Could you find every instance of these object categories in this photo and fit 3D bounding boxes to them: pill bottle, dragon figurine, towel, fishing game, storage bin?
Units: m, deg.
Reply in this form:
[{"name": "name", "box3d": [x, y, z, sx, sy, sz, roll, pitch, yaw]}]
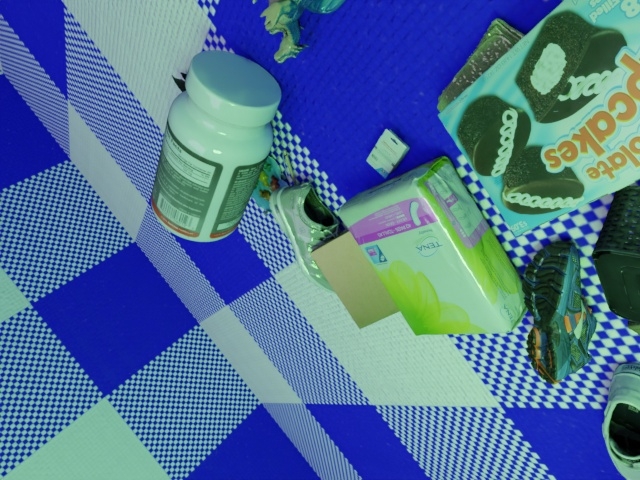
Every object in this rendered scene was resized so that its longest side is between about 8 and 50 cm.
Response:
[{"name": "pill bottle", "box3d": [-0.220, -0.182, 0.934, 0.210, 0.210, 0.363, 44, 133, 11]}, {"name": "dragon figurine", "box3d": [-0.010, -0.375, 0.637, 0.289, 0.144, 0.085, -38, 89, 38]}, {"name": "towel", "box3d": [0.226, -0.195, 0.581, 0.110, 0.027, 0.148, 45, 146, 9]}, {"name": "fishing game", "box3d": [-0.149, -0.142, 1.077, 0.264, 0.041, 0.189, 17, 131, 42]}, {"name": "storage bin", "box3d": [0.385, 0.029, 0.487, 0.122, 0.084, 0.180, 14, 158, 45]}]

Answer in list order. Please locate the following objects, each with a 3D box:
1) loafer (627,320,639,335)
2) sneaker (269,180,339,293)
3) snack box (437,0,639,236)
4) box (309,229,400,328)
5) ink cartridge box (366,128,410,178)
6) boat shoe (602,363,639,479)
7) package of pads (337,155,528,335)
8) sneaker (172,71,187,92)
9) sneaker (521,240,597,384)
[{"name": "loafer", "box3d": [0.466, 0.106, 0.557, 0.148, 0.056, 0.050, -23, 97, 56]}, {"name": "sneaker", "box3d": [0.000, 0.000, 0.976, 0.115, 0.105, 0.281, -19, 113, 42]}, {"name": "snack box", "box3d": [0.285, -0.149, 0.450, 0.187, 0.060, 0.322, 60, 146, 7]}, {"name": "box", "box3d": [0.096, 0.070, 0.925, 0.164, 0.021, 0.201, -30, 99, 23]}, {"name": "ink cartridge box", "box3d": [0.117, -0.150, 0.755, 0.048, 0.028, 0.083, 45, 147, 9]}, {"name": "boat shoe", "box3d": [0.487, 0.313, 0.707, 0.095, 0.084, 0.258, 4, 125, 48]}, {"name": "package of pads", "box3d": [0.191, 0.024, 0.771, 0.297, 0.101, 0.229, 56, 148, -9]}, {"name": "sneaker", "box3d": [-0.268, -0.337, 1.019, 0.170, 0.051, 0.089, 21, 141, 43]}, {"name": "sneaker", "box3d": [0.362, 0.103, 0.670, 0.083, 0.087, 0.221, -131, 32, -67]}]
